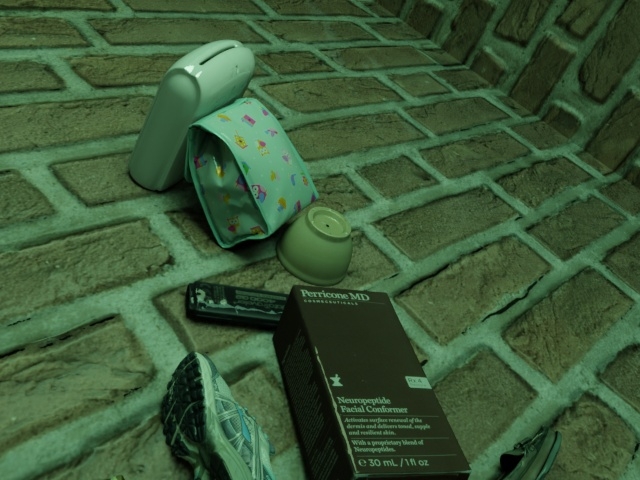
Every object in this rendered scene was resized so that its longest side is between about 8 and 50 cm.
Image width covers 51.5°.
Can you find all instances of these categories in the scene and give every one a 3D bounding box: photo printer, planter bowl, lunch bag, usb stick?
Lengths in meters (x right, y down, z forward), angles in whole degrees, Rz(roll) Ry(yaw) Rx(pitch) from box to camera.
[{"bbox_3d":[-0.261,-0.274,1.388,0.107,0.308,0.256,36,36,2],"label":"photo printer"},{"bbox_3d":[0.000,0.000,1.381,0.162,0.109,0.162,17,36,-13],"label":"planter bowl"},{"bbox_3d":[-0.151,-0.148,1.351,0.223,0.160,0.262,-43,112,-53],"label":"lunch bag"},{"bbox_3d":[-0.106,0.124,1.208,0.277,0.045,0.077,10,45,-23],"label":"usb stick"}]

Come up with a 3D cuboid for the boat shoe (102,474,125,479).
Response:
[{"bbox_3d":[-0.256,0.363,0.796,0.049,0.056,0.152,-9,51,-4],"label":"boat shoe"}]

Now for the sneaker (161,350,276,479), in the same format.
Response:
[{"bbox_3d":[-0.137,0.286,0.949,0.122,0.110,0.283,18,34,-44],"label":"sneaker"}]

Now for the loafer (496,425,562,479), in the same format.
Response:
[{"bbox_3d":[0.331,0.386,1.113,0.084,0.096,0.267,32,36,18],"label":"loafer"}]

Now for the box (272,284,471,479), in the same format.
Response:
[{"bbox_3d":[0.064,0.246,1.052,0.191,0.143,0.381,6,34,-23],"label":"box"}]
